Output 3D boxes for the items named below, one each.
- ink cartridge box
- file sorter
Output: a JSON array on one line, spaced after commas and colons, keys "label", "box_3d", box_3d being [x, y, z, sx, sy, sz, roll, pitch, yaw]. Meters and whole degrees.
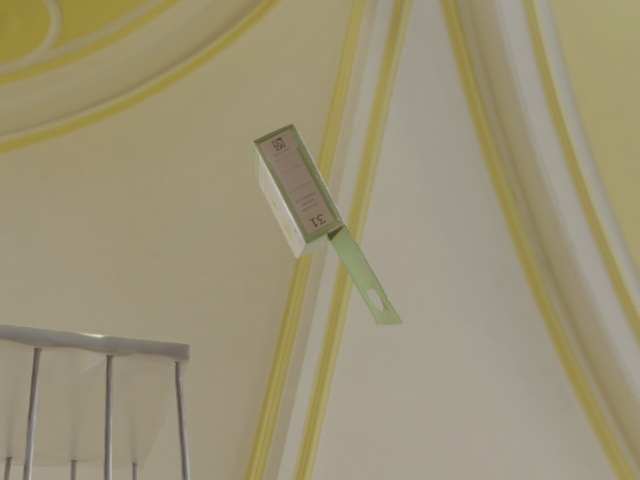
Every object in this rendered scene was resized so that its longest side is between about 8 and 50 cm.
[{"label": "ink cartridge box", "box_3d": [0.000, 0.000, 0.925, 0.056, 0.171, 0.235, -26, -93, -7]}, {"label": "file sorter", "box_3d": [-0.269, 0.204, 0.745, 0.277, 0.193, 0.173, 9, -139, -23]}]
